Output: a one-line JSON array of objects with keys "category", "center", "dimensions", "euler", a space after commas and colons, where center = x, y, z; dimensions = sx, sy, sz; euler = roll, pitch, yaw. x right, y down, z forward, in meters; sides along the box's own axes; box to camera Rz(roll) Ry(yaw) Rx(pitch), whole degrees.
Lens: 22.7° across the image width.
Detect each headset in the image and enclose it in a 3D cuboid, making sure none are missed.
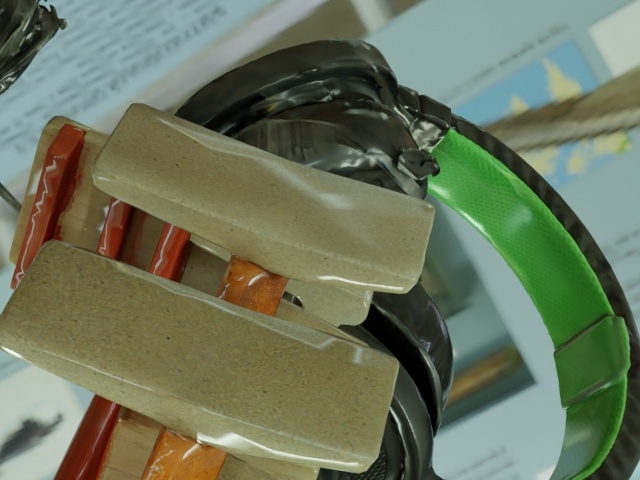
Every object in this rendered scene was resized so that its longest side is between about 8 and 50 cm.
[{"category": "headset", "center": [0.000, 0.000, 0.715], "dimensions": [0.394, 0.243, 0.185], "euler": [17, 139, -26]}]

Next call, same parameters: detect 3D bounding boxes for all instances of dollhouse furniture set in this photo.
[{"category": "dollhouse furniture set", "center": [-0.072, 0.071, 0.509], "dimensions": [0.259, 0.135, 0.262], "euler": [-71, -178, -57]}]
